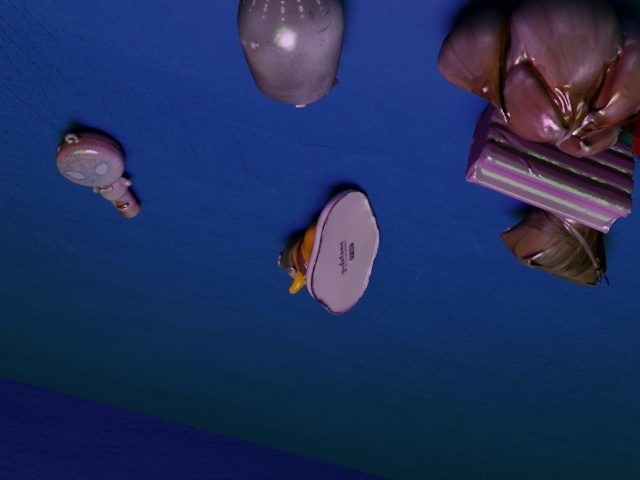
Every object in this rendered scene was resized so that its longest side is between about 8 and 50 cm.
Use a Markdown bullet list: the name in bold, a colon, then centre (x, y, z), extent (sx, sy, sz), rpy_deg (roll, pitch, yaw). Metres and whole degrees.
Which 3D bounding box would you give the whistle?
- **whistle**: centre (-0.366, -0.113, 1.065), extent (0.107, 0.057, 0.220), rpy_deg (-12, 147, 8)

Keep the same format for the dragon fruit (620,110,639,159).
- **dragon fruit**: centre (0.430, -0.155, 0.714), extent (0.135, 0.137, 0.236), rpy_deg (38, 154, 27)

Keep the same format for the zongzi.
- **zongzi**: centre (0.418, -0.027, 0.970), extent (0.204, 0.094, 0.204), rpy_deg (20, 117, -33)

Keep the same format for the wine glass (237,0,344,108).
- **wine glass**: centre (-0.034, -0.269, 0.684), extent (0.126, 0.126, 0.241), rpy_deg (5, 144, 8)

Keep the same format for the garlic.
- **garlic**: centre (0.253, -0.197, 0.689), extent (0.214, 0.191, 0.160), rpy_deg (31, 117, -10)

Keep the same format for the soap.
- **soap**: centre (0.299, -0.102, 0.819), extent (0.203, 0.122, 0.065), rpy_deg (21, 148, -1)

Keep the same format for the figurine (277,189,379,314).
- **figurine**: centre (0.000, 0.000, 1.110), extent (0.141, 0.166, 0.250), rpy_deg (32, 131, 36)
